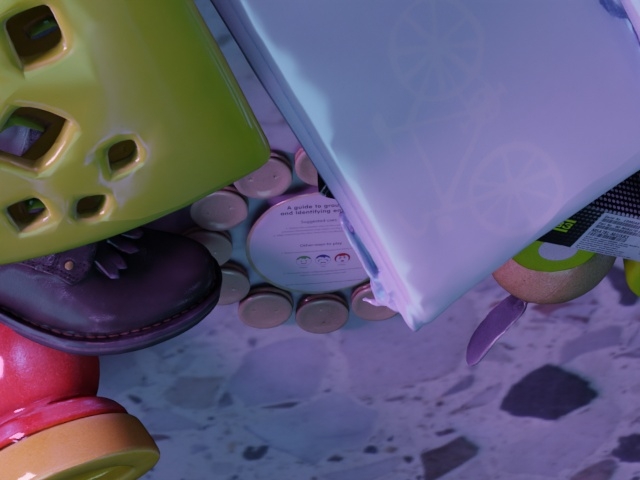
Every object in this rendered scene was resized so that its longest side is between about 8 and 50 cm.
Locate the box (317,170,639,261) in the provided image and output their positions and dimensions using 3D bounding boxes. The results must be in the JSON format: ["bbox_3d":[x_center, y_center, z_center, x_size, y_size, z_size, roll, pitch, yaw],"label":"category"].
[{"bbox_3d":[0.089,-0.089,0.905,0.190,0.184,0.045,12,147,-19],"label":"box"}]

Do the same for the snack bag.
[{"bbox_3d":[0.099,-0.168,0.765,0.342,0.037,0.323,-34,117,-3],"label":"snack bag"}]

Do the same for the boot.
[{"bbox_3d":[-0.150,-0.052,0.991,0.263,0.091,0.229,5,128,-26],"label":"boot"}]

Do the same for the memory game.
[{"bbox_3d":[0.000,0.000,1.131,0.186,0.012,0.186,-3,140,-3],"label":"memory game"}]

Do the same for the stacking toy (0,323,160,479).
[{"bbox_3d":[-0.290,0.151,1.139,0.309,0.130,0.279,-12,160,-32],"label":"stacking toy"}]

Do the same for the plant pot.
[{"bbox_3d":[-0.184,-0.110,0.753,0.207,0.228,0.227,-32,131,-3],"label":"plant pot"}]

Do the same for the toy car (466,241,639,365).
[{"bbox_3d":[0.122,-0.015,1.028,0.149,0.155,0.188,14,142,-23],"label":"toy car"}]
